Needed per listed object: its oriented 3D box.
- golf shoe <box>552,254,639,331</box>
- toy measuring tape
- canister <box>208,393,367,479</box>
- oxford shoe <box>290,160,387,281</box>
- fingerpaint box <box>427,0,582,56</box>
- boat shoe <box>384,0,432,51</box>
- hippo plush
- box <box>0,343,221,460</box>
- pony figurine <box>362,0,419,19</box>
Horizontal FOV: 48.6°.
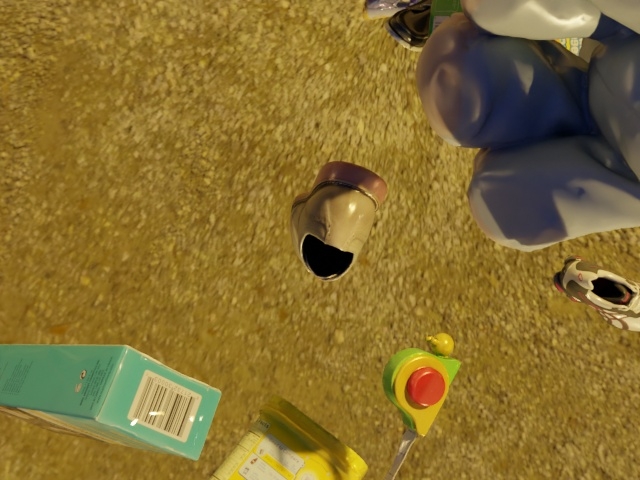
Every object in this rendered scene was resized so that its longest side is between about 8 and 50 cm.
[{"bbox_3d":[0.597,0.122,1.405,0.273,0.120,0.105,22,94,-11],"label":"golf shoe"},{"bbox_3d":[0.139,0.307,1.274,0.121,0.121,0.330,31,84,-5],"label":"toy measuring tape"},{"bbox_3d":[-0.053,0.259,0.705,0.126,0.170,0.073,34,156,18],"label":"canister"},{"bbox_3d":[0.000,0.000,1.203,0.141,0.397,0.146,20,72,0],"label":"oxford shoe"},{"bbox_3d":[0.367,-0.416,1.027,0.371,0.163,0.444,0,107,-16],"label":"fingerpaint box"},{"bbox_3d":[0.178,-0.375,1.178,0.084,0.233,0.079,44,130,6],"label":"boat shoe"},{"bbox_3d":[0.227,-0.128,0.419,0.294,0.237,0.234,10,127,45],"label":"hippo plush"},{"bbox_3d":[-0.205,0.137,0.624,0.244,0.060,0.100,-9,145,45],"label":"box"},{"bbox_3d":[0.266,-0.450,1.316,0.364,0.351,0.302,13,90,11],"label":"pony figurine"}]
